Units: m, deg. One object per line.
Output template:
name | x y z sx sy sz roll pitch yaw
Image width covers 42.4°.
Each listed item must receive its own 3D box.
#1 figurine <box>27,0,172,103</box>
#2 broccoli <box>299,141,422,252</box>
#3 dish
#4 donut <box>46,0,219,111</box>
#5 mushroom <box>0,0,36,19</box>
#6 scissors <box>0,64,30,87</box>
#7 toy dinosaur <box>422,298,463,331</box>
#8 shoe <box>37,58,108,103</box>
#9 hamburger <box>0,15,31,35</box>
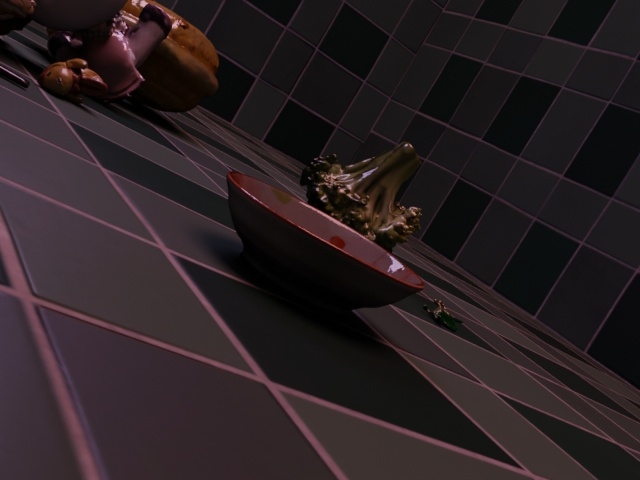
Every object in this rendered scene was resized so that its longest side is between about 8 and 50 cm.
figurine | -0.439 -0.463 1.552 0.211 0.253 0.361 -120 -174 -45
broccoli | 0.095 -0.096 1.621 0.247 0.243 0.263 43 7 -23
dish | -0.012 0.019 0.956 0.260 0.085 0.260 29 8 -4
donut | -0.439 -0.450 1.926 0.449 0.198 0.449 28 -4 2
mushroom | -0.657 -0.477 1.429 0.397 0.177 0.126 37 25 11
scissors | -0.526 -0.283 1.203 0.220 0.017 0.088 30 3 -13
toy dinosaur | 0.218 0.137 1.420 0.120 0.029 0.060 32 19 -49
shoe | -0.411 -0.269 1.381 0.069 0.072 0.109 29 4 38
hamburger | -0.622 -0.496 1.595 0.130 0.183 0.206 1 1 11
